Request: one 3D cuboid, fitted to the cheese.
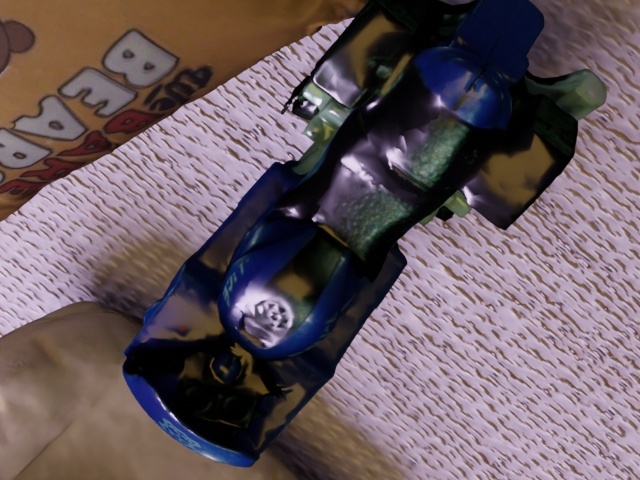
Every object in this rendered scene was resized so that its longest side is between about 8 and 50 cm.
[{"bbox_3d":[-0.115,0.158,1.052,0.263,0.159,0.093,48,164,-15],"label":"cheese"}]

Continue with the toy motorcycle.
[{"bbox_3d":[0.000,0.000,0.891,0.125,0.196,0.331,37,125,-7],"label":"toy motorcycle"}]

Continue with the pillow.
[{"bbox_3d":[-0.190,-0.144,0.892,0.310,0.119,0.312,-31,128,27],"label":"pillow"}]
